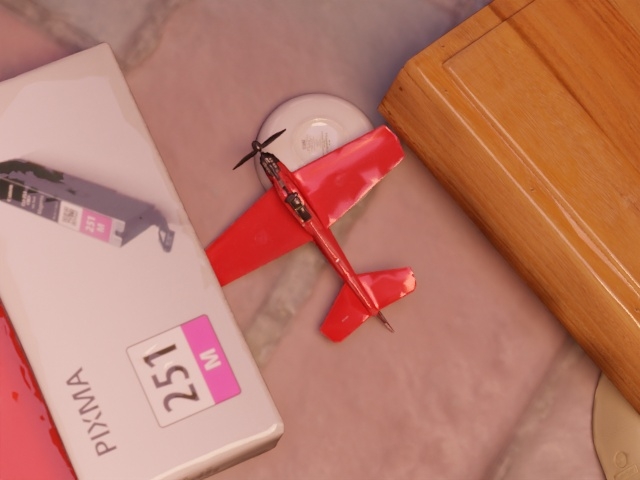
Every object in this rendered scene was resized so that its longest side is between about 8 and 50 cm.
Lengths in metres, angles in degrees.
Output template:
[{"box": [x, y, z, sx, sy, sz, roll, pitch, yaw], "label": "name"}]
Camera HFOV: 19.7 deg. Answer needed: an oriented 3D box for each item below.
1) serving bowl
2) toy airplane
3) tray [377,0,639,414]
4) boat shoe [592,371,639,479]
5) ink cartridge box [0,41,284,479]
[{"box": [-0.001, -0.058, 1.188, 0.083, 0.027, 0.083, 1, 76, -3], "label": "serving bowl"}, {"box": [0.000, 0.000, 1.160, 0.151, 0.028, 0.151, 0, 96, 3], "label": "toy airplane"}, {"box": [0.247, 0.006, 1.146, 0.203, 0.076, 0.411, -36, 82, -26], "label": "tray"}, {"box": [0.203, 0.135, 1.150, 0.042, 0.049, 0.133, 8, 63, -35], "label": "boat shoe"}, {"box": [-0.186, 0.045, 1.132, 0.239, 0.060, 0.275, -23, 79, -11], "label": "ink cartridge box"}]
